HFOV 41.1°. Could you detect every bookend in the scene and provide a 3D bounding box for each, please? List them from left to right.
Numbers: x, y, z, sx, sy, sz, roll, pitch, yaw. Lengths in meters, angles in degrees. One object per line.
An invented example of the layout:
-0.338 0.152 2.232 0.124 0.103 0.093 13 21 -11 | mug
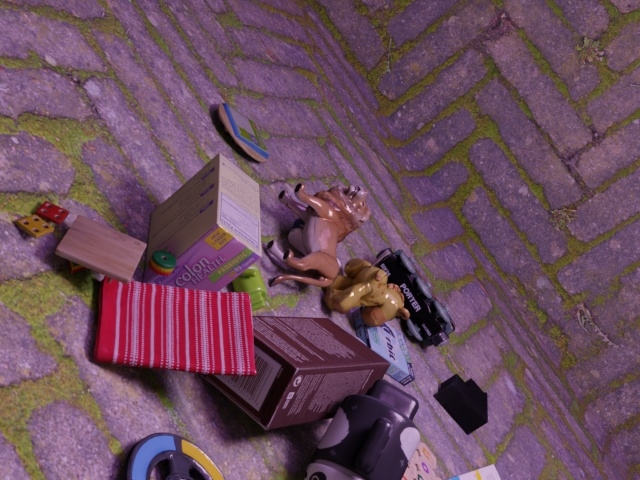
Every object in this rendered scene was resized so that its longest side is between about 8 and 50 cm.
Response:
0.404 0.444 2.450 0.157 0.072 0.156 48 21 -10 | bookend

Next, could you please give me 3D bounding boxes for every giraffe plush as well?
0.136 0.146 2.201 0.170 0.210 0.181 51 18 -24 | giraffe plush

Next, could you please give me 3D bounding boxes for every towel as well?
-0.249 0.147 1.480 0.274 0.031 0.199 8 38 -14 | towel

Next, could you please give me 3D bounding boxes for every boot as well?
-0.004 0.020 2.281 0.190 0.069 0.086 45 29 -16 | boot

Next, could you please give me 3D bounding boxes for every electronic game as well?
-0.212 0.402 1.319 0.229 0.048 0.229 43 24 -24 | electronic game

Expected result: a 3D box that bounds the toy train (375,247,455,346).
0.281 0.170 2.556 0.334 0.142 0.190 56 10 14 | toy train

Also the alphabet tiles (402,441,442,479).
0.217 0.548 1.988 0.278 0.021 0.284 51 22 -12 | alphabet tiles

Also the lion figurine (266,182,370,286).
0.000 0.000 2.163 0.240 0.142 0.392 34 54 -27 | lion figurine

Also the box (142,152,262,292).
-0.231 -0.014 1.688 0.117 0.213 0.243 39 25 -29 | box

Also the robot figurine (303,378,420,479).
0.081 0.406 1.634 0.278 0.173 0.209 -58 138 -26 | robot figurine

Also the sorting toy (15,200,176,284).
-0.395 0.023 1.496 0.274 0.046 0.132 25 26 -10 | sorting toy

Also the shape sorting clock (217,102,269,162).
-0.216 -0.298 2.383 0.206 0.040 0.206 43 20 -20 | shape sorting clock

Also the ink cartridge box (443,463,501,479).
0.286 0.594 1.810 0.232 0.171 0.168 6 57 -54 | ink cartridge box

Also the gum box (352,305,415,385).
0.168 0.280 2.271 0.184 0.041 0.157 37 27 -32 | gum box

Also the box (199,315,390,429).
-0.041 0.251 1.692 0.191 0.143 0.381 33 13 30 | box

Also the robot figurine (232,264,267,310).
-0.157 0.097 1.865 0.101 0.067 0.115 70 -2 -57 | robot figurine
